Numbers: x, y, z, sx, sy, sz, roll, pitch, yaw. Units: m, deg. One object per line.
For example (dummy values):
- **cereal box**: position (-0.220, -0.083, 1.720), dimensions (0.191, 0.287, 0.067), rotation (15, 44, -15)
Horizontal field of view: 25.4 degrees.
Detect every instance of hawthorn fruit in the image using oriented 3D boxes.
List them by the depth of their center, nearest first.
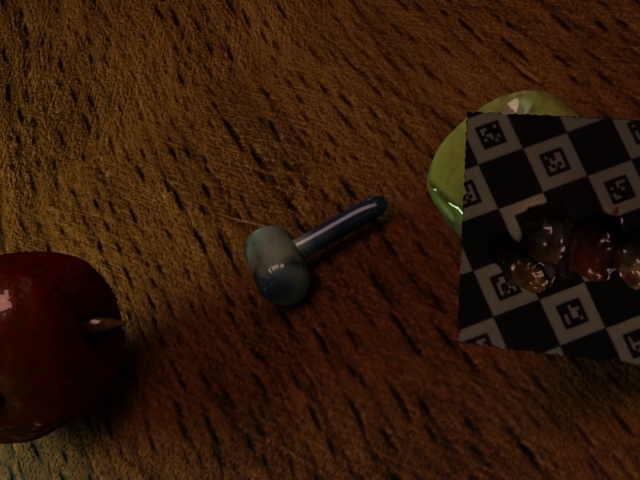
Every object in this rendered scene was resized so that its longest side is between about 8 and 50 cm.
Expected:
- **hawthorn fruit**: position (-0.378, 0.131, 1.804), dimensions (0.262, 0.258, 0.258), rotation (-21, 36, -10)

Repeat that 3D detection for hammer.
- **hammer**: position (0.000, 0.000, 1.778), dimensions (0.194, 0.069, 0.116), rotation (-29, 37, 3)

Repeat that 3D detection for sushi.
- **sushi**: position (0.282, 0.003, 1.424), dimensions (0.290, 0.050, 0.264), rotation (4, 73, -1)

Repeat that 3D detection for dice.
- **dice**: position (0.230, -0.048, 1.554), dimensions (0.169, 0.169, 0.166), rotation (-39, 37, -2)
